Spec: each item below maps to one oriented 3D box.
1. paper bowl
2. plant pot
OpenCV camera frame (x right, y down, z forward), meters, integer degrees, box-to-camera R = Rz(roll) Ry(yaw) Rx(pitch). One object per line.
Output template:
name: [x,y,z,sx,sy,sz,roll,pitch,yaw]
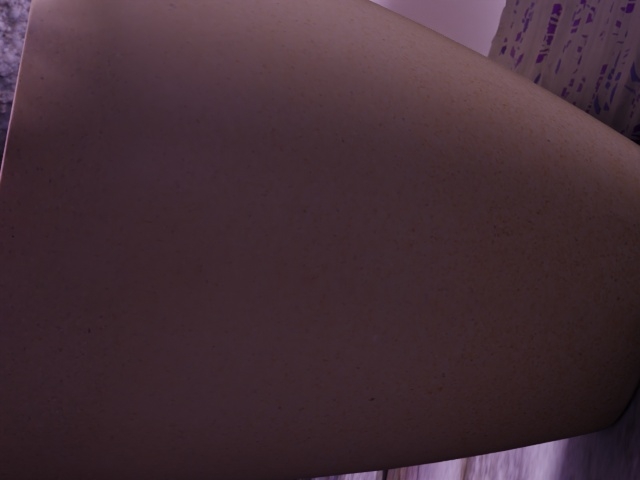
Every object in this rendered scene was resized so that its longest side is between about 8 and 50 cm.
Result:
paper bowl: [0.101,-0.158,0.974,0.284,0.148,0.284,-167,90,-85]
plant pot: [0.000,0.000,0.818,0.256,0.274,0.256,-170,90,-82]
